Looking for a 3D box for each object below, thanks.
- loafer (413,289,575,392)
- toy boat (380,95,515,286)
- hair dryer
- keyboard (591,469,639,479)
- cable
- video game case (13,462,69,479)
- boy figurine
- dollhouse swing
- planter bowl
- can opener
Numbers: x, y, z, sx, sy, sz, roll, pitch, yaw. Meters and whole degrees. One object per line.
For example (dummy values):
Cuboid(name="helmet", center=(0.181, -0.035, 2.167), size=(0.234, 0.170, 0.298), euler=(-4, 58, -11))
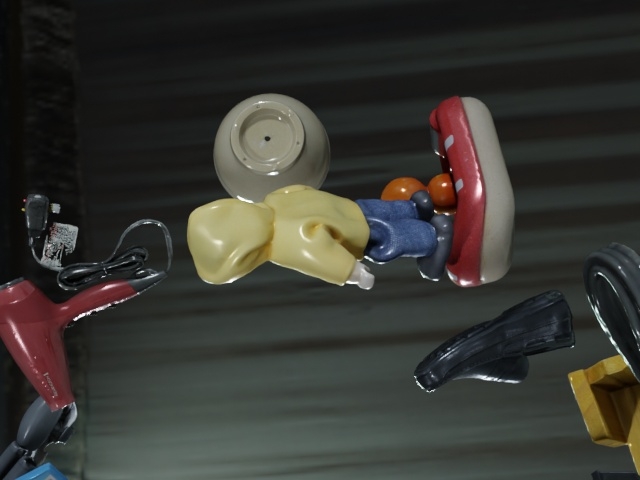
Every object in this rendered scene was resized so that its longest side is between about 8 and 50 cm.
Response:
Cuboid(name="loafer", center=(0.200, 0.123, 1.346), size=(0.076, 0.223, 0.078), euler=(-32, 82, 56))
Cuboid(name="toy boat", center=(0.147, -0.052, 1.451), size=(0.151, 0.151, 0.231), euler=(75, -176, -59))
Cuboid(name="hair dryer", center=(-0.343, 0.093, 1.677), size=(0.080, 0.223, 0.294), euler=(-34, -40, -86))
Cuboid(name="keyboard", center=(0.364, 0.362, 1.444), size=(0.023, 0.108, 0.180), euler=(-40, 53, 42))
Cuboid(name="cable", center=(0.273, 0.129, 0.821), size=(0.139, 0.072, 0.287), euler=(83, 164, -56))
Cuboid(name="video game case", center=(-0.359, 0.368, 1.611), size=(0.166, 0.119, 0.015), euler=(55, -167, -36))
Cuboid(name="boy figurine", center=(0.000, 0.000, 1.300), size=(0.177, 0.285, 0.092), euler=(-126, 39, -51))
Cuboid(name="dollhouse swing", center=(0.639, 0.324, 1.996), size=(0.315, 0.346, 0.305), euler=(25, -132, -64))
Cuboid(name="planter bowl", center=(-0.067, -0.126, 1.626), size=(0.109, 0.162, 0.162), euler=(86, 180, -81))
Cuboid(name="can opener", center=(-0.501, 0.355, 1.961), size=(0.076, 0.283, 0.095), euler=(41, -178, 41))
